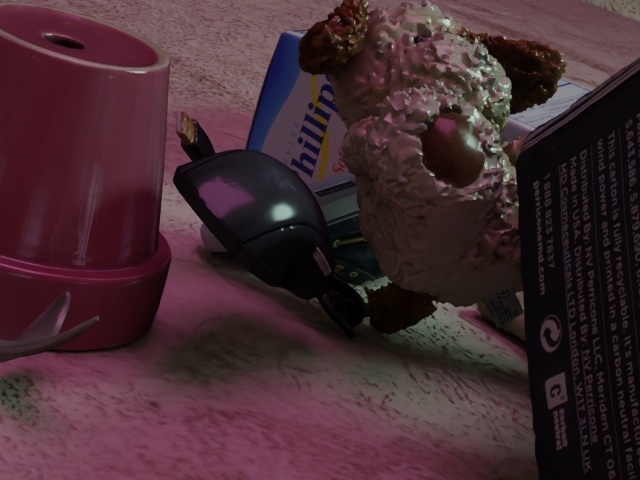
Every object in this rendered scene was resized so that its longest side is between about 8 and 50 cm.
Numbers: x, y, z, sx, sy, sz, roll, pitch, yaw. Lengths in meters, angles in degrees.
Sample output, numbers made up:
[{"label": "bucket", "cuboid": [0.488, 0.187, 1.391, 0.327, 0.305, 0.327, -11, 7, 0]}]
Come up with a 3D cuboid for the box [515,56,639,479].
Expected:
[{"label": "box", "cuboid": [0.436, 0.021, 0.946, 0.480, 0.297, 0.472, 9, -25, -25]}]

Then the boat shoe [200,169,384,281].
[{"label": "boat shoe", "cuboid": [0.000, 0.000, 1.357, 0.183, 0.083, 0.065, -17, 27, -13]}]

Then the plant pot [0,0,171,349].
[{"label": "plant pot", "cuboid": [-0.183, -0.050, 1.129, 0.201, 0.180, 0.201, 17, 18, -6]}]

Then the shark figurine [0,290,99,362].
[{"label": "shark figurine", "cuboid": [-0.272, 0.003, 0.976, 0.278, 0.166, 0.116, 43, -18, 7]}]

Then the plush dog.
[{"label": "plush dog", "cuboid": [0.088, -0.072, 1.266, 0.262, 0.210, 0.225, 10, 56, -36]}]

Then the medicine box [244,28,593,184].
[{"label": "medicine box", "cuboid": [0.122, -0.084, 1.569, 0.289, 0.149, 0.263, 24, 19, 22]}]

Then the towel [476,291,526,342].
[{"label": "towel", "cuboid": [0.206, 0.068, 1.392, 0.148, 0.027, 0.110, 2, 22, -40]}]

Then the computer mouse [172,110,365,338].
[{"label": "computer mouse", "cuboid": [-0.044, -0.037, 1.177, 0.184, 0.060, 0.262, 51, 5, 22]}]
